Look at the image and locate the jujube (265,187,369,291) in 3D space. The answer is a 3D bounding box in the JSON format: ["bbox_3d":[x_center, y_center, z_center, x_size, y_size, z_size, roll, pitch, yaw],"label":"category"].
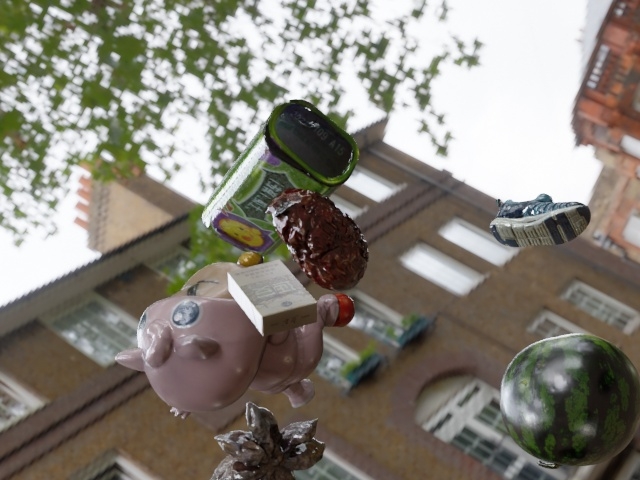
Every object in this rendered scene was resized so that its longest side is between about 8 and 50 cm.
[{"bbox_3d":[0.004,-0.002,1.390,0.104,0.104,0.166,-53,-43,-16],"label":"jujube"}]

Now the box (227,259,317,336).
[{"bbox_3d":[-0.043,0.050,0.969,0.053,0.083,0.024,-14,-59,-22],"label":"box"}]

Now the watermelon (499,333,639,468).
[{"bbox_3d":[0.470,0.296,2.033,0.269,0.269,0.269,-45,-28,-32],"label":"watermelon"}]

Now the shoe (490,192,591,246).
[{"bbox_3d":[0.312,-0.034,1.545,0.064,0.142,0.071,50,-137,-43],"label":"shoe"}]

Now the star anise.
[{"bbox_3d":[-0.091,0.370,1.804,0.212,0.073,0.197,19,-79,-34],"label":"star anise"}]

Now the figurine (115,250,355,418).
[{"bbox_3d":[-0.096,0.113,1.295,0.287,0.186,0.176,9,-26,-39],"label":"figurine"}]

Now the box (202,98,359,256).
[{"bbox_3d":[-0.064,-0.080,1.559,0.097,0.134,0.345,-64,9,-24],"label":"box"}]
